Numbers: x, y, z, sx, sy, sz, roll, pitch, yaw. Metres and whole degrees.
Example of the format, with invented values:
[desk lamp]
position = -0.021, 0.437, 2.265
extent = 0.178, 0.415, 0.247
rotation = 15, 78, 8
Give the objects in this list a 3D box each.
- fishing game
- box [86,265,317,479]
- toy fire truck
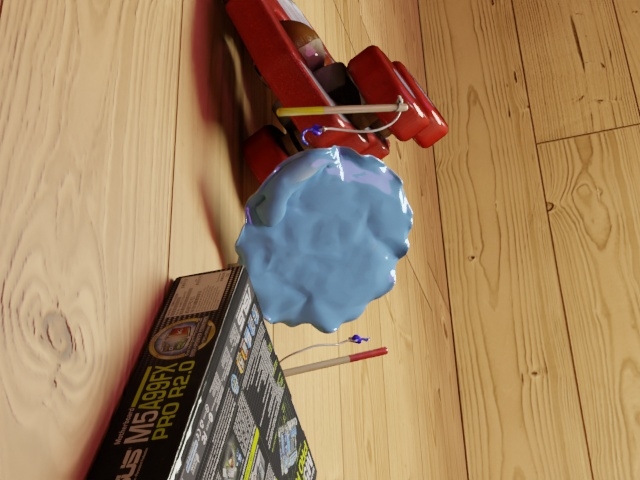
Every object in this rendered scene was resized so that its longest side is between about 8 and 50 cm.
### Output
[fishing game]
position = 0.000, 0.000, 0.982
extent = 0.041, 0.189, 0.264
rotation = 31, -54, 55
[box]
position = -0.073, 0.178, 0.747
extent = 0.270, 0.060, 0.216
rotation = -77, 154, -58
[toy fire truck]
position = -0.014, -0.170, 1.110
extent = 0.254, 0.169, 0.302
rotation = 55, 13, 8
